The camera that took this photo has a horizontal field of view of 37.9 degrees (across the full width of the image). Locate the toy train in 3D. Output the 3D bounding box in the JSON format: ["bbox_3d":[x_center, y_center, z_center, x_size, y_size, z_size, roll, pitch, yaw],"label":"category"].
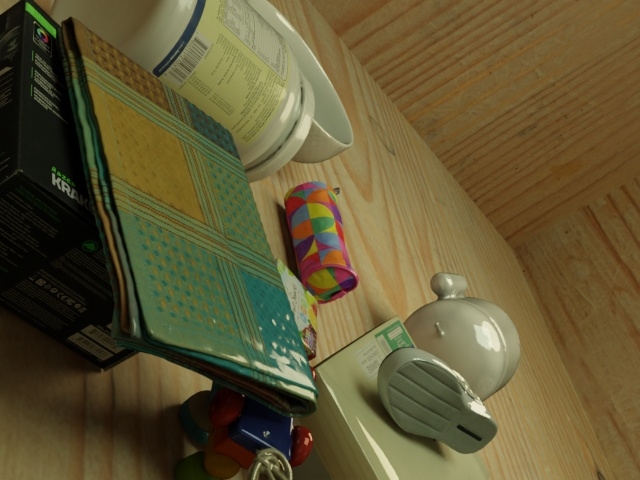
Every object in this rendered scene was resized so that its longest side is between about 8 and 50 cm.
[{"bbox_3d":[-0.089,0.209,0.903,0.105,0.143,0.248,35,30,-22],"label":"toy train"}]

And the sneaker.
[{"bbox_3d":[0.130,0.188,1.150,0.091,0.094,0.258,49,2,43],"label":"sneaker"}]

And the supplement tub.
[{"bbox_3d":[-0.175,-0.231,1.247,0.325,0.235,0.235,36,28,-51],"label":"supplement tub"}]

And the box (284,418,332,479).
[{"bbox_3d":[0.027,0.268,1.183,0.170,0.091,0.130,51,19,-21],"label":"box"}]

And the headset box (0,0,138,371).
[{"bbox_3d":[-0.250,-0.060,0.913,0.246,0.131,0.283,46,21,-42],"label":"headset box"}]

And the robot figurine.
[{"bbox_3d":[0.255,0.207,1.725,0.353,0.200,0.300,6,72,-69],"label":"robot figurine"}]

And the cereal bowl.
[{"bbox_3d":[-0.087,-0.278,1.725,0.339,0.141,0.339,49,19,-24],"label":"cereal bowl"}]

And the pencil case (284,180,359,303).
[{"bbox_3d":[0.000,0.000,1.564,0.104,0.104,0.236,45,23,-36],"label":"pencil case"}]

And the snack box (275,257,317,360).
[{"bbox_3d":[-0.047,0.102,1.354,0.100,0.037,0.141,48,20,-24],"label":"snack box"}]

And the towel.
[{"bbox_3d":[-0.127,-0.021,0.885,0.271,0.040,0.370,35,28,-51],"label":"towel"}]

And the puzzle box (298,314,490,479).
[{"bbox_3d":[0.102,0.249,1.175,0.272,0.052,0.409,60,17,6],"label":"puzzle box"}]
